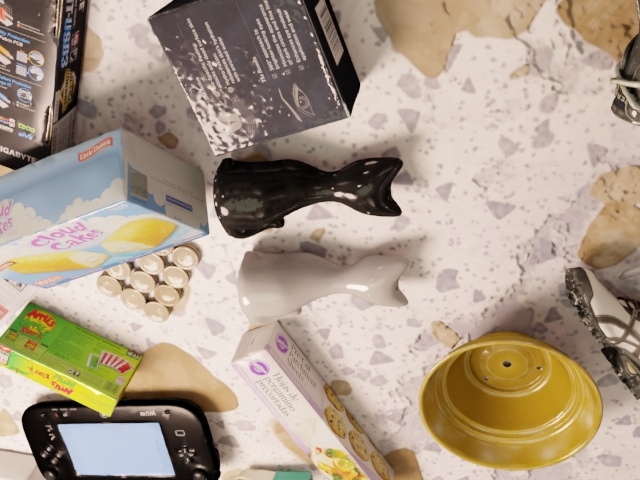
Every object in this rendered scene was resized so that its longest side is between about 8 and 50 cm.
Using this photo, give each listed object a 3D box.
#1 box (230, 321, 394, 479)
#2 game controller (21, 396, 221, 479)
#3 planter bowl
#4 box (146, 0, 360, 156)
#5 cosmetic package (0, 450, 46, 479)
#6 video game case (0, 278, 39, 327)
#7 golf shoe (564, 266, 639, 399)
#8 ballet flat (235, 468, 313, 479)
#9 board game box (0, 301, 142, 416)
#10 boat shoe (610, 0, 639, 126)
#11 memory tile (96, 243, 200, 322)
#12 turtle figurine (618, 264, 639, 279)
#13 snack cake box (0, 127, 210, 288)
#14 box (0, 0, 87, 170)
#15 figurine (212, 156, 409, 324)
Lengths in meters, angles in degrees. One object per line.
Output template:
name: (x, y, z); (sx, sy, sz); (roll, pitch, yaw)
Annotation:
box: (-0.003, 0.255, 1.063); (0.063, 0.067, 0.324); (-25, 114, 25)
game controller: (-0.313, 0.318, 1.176); (0.319, 0.067, 0.166); (-5, 122, 15)
planter bowl: (0.234, 0.180, 0.943); (0.217, 0.090, 0.217); (6, 124, 9)
box: (-0.061, -0.189, 0.765); (0.158, 0.093, 0.156); (-13, 119, 19)
cosmetic package: (-0.597, 0.408, 1.304); (0.239, 0.060, 0.099); (7, 123, 8)
video game case: (-0.517, 0.042, 1.067); (0.201, 0.023, 0.183); (42, 122, -17)
golf shoe: (0.357, 0.091, 0.876); (0.094, 0.077, 0.198); (-34, 115, 14)
ballet flat: (-0.116, 0.412, 1.188); (0.087, 0.083, 0.247); (46, 120, -1)
board game box: (-0.357, 0.168, 1.070); (0.181, 0.092, 0.043); (27, 124, -5)
boat shoe: (0.328, -0.139, 0.690); (0.119, 0.121, 0.335); (-22, 118, 20)
memory tile: (-0.230, 0.041, 1.006); (0.113, 0.012, 0.148); (29, 124, -7)
turtle figurine: (0.501, 0.048, 0.731); (0.274, 0.198, 0.266); (23, 121, -7)
snack cake box: (-0.283, -0.028, 0.881); (0.264, 0.089, 0.152); (-17, 161, 23)
box: (-0.410, -0.243, 0.823); (0.295, 0.073, 0.293); (20, 124, 0)
figurine: (0.000, 0.000, 0.885); (0.209, 0.092, 0.215); (-3, 123, 10)
